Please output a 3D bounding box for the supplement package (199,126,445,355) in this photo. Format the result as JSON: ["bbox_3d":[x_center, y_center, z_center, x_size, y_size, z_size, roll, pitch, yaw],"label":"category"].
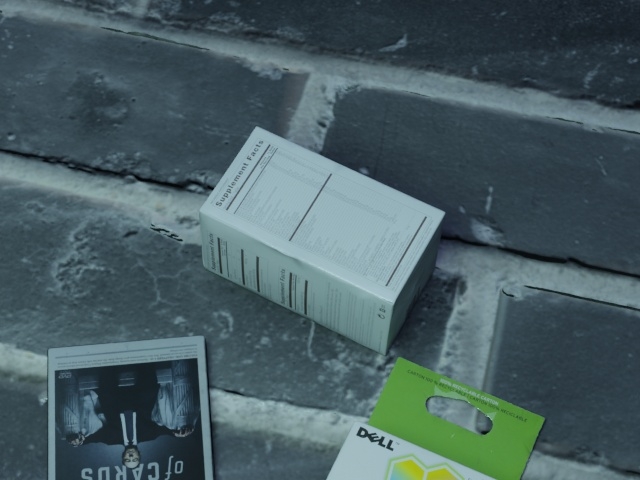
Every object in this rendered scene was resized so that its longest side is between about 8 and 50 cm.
[{"bbox_3d":[0.000,0.000,1.610,0.244,0.134,0.139,26,62,13],"label":"supplement package"}]

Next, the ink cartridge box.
[{"bbox_3d":[0.116,0.243,1.491,0.188,0.097,0.255,22,62,11],"label":"ink cartridge box"}]

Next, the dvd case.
[{"bbox_3d":[-0.207,0.220,1.534,0.179,0.030,0.239,-5,59,-4],"label":"dvd case"}]
